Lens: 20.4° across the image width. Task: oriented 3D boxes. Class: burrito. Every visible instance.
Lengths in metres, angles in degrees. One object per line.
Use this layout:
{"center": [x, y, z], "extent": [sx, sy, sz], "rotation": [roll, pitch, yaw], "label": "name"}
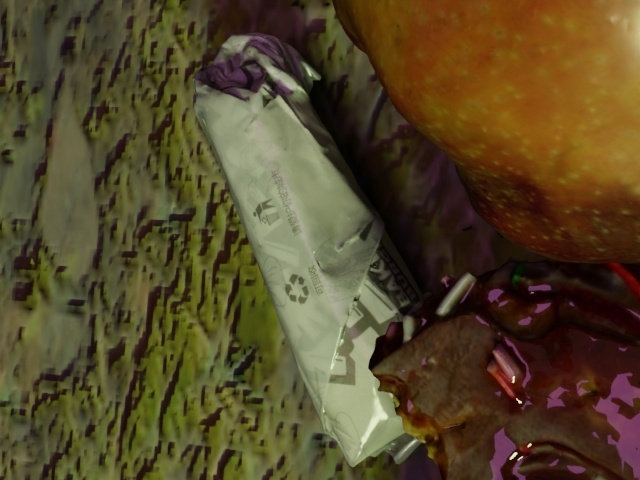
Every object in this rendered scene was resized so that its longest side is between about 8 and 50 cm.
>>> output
{"center": [0.001, 0.000, 0.783], "extent": [0.064, 0.064, 0.203], "rotation": [-31, 75, 26], "label": "burrito"}

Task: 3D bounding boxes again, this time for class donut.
{"center": [0.116, 0.118, 0.686], "extent": [0.216, 0.096, 0.230], "rotation": [-9, 83, 28], "label": "donut"}

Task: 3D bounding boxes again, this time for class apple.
{"center": [0.110, -0.102, 0.625], "extent": [0.230, 0.230, 0.230], "rotation": [-2, 87, 31], "label": "apple"}
